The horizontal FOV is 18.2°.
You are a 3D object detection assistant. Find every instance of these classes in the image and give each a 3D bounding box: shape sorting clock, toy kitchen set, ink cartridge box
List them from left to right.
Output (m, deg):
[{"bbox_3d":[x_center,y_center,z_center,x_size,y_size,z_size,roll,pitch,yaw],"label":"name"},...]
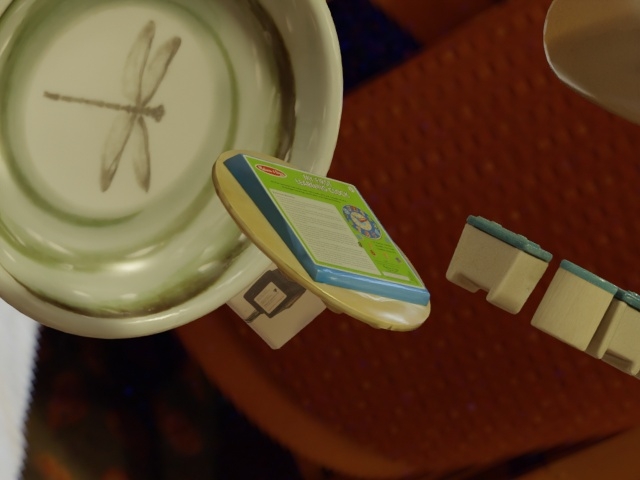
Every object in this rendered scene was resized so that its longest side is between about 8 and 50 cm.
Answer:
[{"bbox_3d":[-0.099,-0.003,2.192,0.172,0.100,0.237,50,0,30],"label":"ink cartridge box"},{"bbox_3d":[0.000,0.000,1.559,0.206,0.040,0.206,34,23,-17],"label":"shape sorting clock"},{"bbox_3d":[0.252,0.038,1.855,0.207,0.122,0.166,26,2,-44],"label":"toy kitchen set"}]

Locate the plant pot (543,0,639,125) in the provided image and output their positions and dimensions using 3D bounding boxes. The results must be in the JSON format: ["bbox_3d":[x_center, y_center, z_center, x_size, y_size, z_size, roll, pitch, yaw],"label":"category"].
[{"bbox_3d":[0.374,-0.219,2.116,0.256,0.274,0.256,-3,96,-33],"label":"plant pot"}]

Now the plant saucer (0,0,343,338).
[{"bbox_3d":[-0.170,-0.114,1.773,0.400,0.400,0.100,33,-3,-39],"label":"plant saucer"}]
